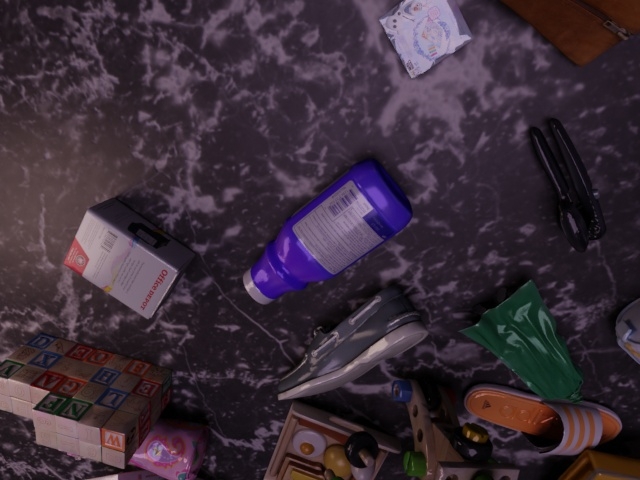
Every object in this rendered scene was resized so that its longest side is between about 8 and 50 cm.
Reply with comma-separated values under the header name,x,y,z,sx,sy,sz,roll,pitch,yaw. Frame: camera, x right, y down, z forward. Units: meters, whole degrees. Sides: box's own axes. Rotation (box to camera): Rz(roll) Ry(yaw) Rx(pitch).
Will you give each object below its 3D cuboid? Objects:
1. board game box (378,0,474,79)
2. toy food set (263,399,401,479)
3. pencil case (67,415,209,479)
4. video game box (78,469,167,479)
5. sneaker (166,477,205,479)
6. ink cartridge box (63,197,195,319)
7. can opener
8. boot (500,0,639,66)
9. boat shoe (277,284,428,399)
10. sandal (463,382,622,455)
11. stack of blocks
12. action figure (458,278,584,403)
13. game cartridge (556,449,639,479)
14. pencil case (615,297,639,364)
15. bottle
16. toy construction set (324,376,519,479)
name,x,y,z,sx,sy,sz,roll,pitch,yaw
board game box,0.137,-0.275,0.542,0.089,0.020,0.090,-29,105,20
toy food set,0.006,0.476,0.838,0.219,0.092,0.307,20,114,1
pencil case,-0.379,0.411,0.858,0.283,0.124,0.124,13,114,2
video game box,-0.450,0.535,0.904,0.204,0.187,0.048,-17,65,15
sneaker,-0.198,0.597,0.895,0.292,0.108,0.169,44,133,-19
ink cartridge box,-0.328,0.032,0.719,0.175,0.072,0.127,36,113,-6
can opener,0.343,-0.079,0.571,0.059,0.073,0.186,-18,99,25
boot,0.238,-0.299,0.393,0.280,0.264,0.096,33,79,-3
boat shoe,0.037,0.190,0.730,0.319,0.116,0.099,-38,59,28
sandal,0.385,0.325,0.719,0.264,0.076,0.102,10,114,5
stack of blocks,-0.466,0.298,0.801,0.296,0.171,0.087,14,114,4
action figure,0.349,0.183,0.674,0.137,0.063,0.232,-40,97,20
game cartridge,0.577,0.489,0.739,0.322,0.053,0.286,9,126,1
pencil case,0.564,0.203,0.620,0.124,0.114,0.273,-31,106,40
bottle,0.000,0.000,0.640,0.282,0.092,0.118,-38,101,21
toy construction set,0.217,0.395,0.657,0.308,0.237,0.258,37,81,-15
